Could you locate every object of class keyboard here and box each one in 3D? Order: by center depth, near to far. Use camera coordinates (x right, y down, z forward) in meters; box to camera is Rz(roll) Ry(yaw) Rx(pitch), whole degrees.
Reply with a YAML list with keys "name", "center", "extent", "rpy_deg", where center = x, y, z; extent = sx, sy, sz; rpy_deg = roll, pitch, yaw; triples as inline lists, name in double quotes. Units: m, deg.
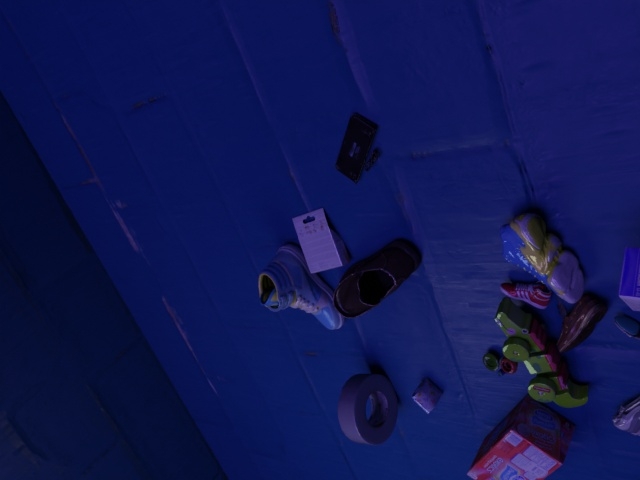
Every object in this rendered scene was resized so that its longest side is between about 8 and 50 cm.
- name: "keyboard"
  center: [0.101, -0.225, 1.503]
  extent: [0.108, 0.023, 0.180]
  rpy_deg: [38, 139, 19]

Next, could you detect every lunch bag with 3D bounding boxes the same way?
- name: "lunch bag"
  center: [0.322, 0.477, 1.810]
  extent: [0.071, 0.083, 0.053]
  rpy_deg: [42, 138, 5]

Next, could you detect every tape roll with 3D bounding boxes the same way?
- name: "tape roll"
  center: [0.154, 0.538, 1.894]
  extent: [0.072, 0.219, 0.219]
  rpy_deg: [-11, 113, 45]

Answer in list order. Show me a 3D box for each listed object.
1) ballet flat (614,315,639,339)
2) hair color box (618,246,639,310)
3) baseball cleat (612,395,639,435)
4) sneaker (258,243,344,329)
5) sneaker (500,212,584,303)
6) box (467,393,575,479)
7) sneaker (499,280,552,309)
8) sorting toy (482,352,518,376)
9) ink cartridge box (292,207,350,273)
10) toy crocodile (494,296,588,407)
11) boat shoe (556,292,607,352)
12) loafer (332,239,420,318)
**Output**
- name: "ballet flat"
  center: [0.709, 0.207, 1.318]
  extent: [0.114, 0.041, 0.041]
  rpy_deg: [26, 134, 23]
- name: "hair color box"
  center: [0.748, 0.092, 1.078]
  extent: [0.338, 0.185, 0.110]
  rpy_deg: [8, 81, 36]
- name: "baseball cleat"
  center: [0.789, 0.401, 1.390]
  extent: [0.109, 0.072, 0.206]
  rpy_deg: [28, 141, 1]
- name: "sneaker"
  center: [-0.074, 0.189, 1.824]
  extent: [0.319, 0.208, 0.127]
  rpy_deg: [52, 137, -6]
- name: "sneaker"
  center: [0.496, 0.041, 1.348]
  extent: [0.240, 0.091, 0.126]
  rpy_deg: [56, 156, -10]
- name: "box"
  center: [0.557, 0.591, 1.658]
  extent: [0.154, 0.142, 0.300]
  rpy_deg: [33, 137, 15]
- name: "sneaker"
  center: [0.495, 0.116, 1.420]
  extent: [0.118, 0.042, 0.067]
  rpy_deg: [22, 137, 16]
- name: "sorting toy"
  center: [0.492, 0.332, 1.597]
  extent: [0.102, 0.042, 0.061]
  rpy_deg: [6, 110, 51]
- name: "ink cartridge box"
  center: [0.000, 0.000, 1.760]
  extent: [0.145, 0.045, 0.179]
  rpy_deg: [-17, 91, 46]
- name: "toy crocodile"
  center: [0.540, 0.282, 1.459]
  extent: [0.105, 0.115, 0.341]
  rpy_deg: [-25, 105, 42]
- name: "boat shoe"
  center: [0.602, 0.195, 1.387]
  extent: [0.060, 0.064, 0.178]
  rpy_deg: [57, 147, 38]
- name: "loafer"
  center: [0.127, 0.126, 1.667]
  extent: [0.134, 0.130, 0.366]
  rpy_deg: [44, 138, 4]
